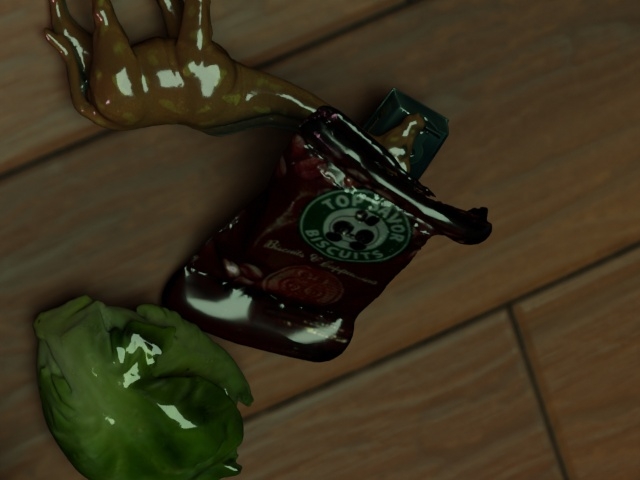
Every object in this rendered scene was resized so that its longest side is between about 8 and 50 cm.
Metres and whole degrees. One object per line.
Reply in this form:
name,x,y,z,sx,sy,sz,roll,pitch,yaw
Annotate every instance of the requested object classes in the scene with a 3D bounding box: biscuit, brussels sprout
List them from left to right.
brussels sprout,-0.131,0.120,1.381,0.139,0.100,0.181,-36,123,13
biscuit,0.005,0.003,1.363,0.151,0.235,0.063,21,50,-22

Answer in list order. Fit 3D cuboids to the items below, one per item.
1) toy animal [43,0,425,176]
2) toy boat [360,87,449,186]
toy animal,-0.060,-0.117,1.342,0.224,0.066,0.230,-22,99,-4
toy boat,0.035,-0.043,1.417,0.055,0.060,0.141,28,109,-25
